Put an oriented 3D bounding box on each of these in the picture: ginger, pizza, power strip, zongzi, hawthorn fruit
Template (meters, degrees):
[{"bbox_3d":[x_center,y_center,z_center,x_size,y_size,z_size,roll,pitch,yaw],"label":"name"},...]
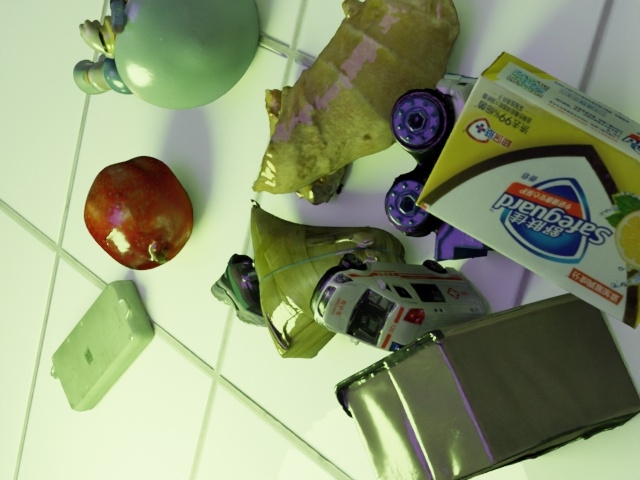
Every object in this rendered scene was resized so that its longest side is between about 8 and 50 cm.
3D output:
[{"bbox_3d":[0.036,-0.175,1.642,0.354,0.126,0.190,-38,101,25],"label":"ginger"},{"bbox_3d":[-0.005,-0.143,1.770,0.161,0.062,0.182,-23,72,41],"label":"pizza"},{"bbox_3d":[-0.364,0.177,2.201,0.270,0.046,0.118,-47,60,37],"label":"power strip"},{"bbox_3d":[0.000,0.000,1.748,0.228,0.115,0.256,-41,49,34],"label":"zongzi"},{"bbox_3d":[-0.266,-0.031,2.006,0.188,0.169,0.169,49,126,32],"label":"hawthorn fruit"}]

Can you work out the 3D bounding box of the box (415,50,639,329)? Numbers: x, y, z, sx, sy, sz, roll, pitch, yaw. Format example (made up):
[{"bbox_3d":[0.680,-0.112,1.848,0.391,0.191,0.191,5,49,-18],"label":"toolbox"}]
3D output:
[{"bbox_3d":[0.253,-0.053,1.355,0.265,0.097,0.168,32,118,9],"label":"box"}]

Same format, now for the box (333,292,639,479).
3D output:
[{"bbox_3d":[0.182,0.168,1.422,0.188,0.252,0.153,-36,70,45],"label":"box"}]

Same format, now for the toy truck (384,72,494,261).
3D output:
[{"bbox_3d":[0.180,-0.080,1.508,0.176,0.161,0.213,7,96,29],"label":"toy truck"}]

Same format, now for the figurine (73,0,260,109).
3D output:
[{"bbox_3d":[-0.228,-0.284,1.972,0.205,0.224,0.382,69,160,-3],"label":"figurine"}]

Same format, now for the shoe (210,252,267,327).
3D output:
[{"bbox_3d":[-0.084,0.060,1.864,0.169,0.071,0.099,30,107,45],"label":"shoe"}]

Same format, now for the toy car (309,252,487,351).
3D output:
[{"bbox_3d":[0.091,0.082,1.549,0.108,0.209,0.089,52,126,41],"label":"toy car"}]
